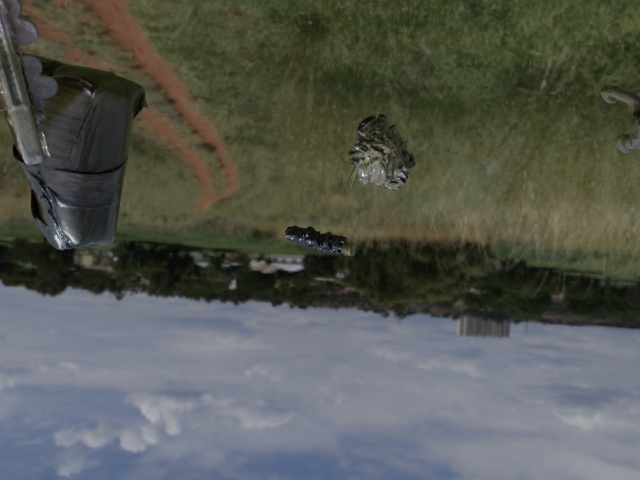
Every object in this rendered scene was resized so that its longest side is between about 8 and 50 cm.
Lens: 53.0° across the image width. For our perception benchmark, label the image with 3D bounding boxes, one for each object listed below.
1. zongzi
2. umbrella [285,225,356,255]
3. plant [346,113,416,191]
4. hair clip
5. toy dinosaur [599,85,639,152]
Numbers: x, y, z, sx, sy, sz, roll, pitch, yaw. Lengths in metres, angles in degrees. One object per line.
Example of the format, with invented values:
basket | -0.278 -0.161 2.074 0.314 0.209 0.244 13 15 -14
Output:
zongzi | -0.346 -0.115 0.790 0.242 0.220 0.112 18 -165 18
umbrella | 0.000 0.000 1.113 0.144 0.037 0.040 15 149 37
plant | 0.071 -0.115 0.915 0.122 0.104 0.116 -26 133 35
hair clip | -0.264 -0.167 0.537 0.062 0.213 0.056 -16 -158 -19
toy dinosaur | 0.412 -0.141 0.777 0.251 0.072 0.200 18 -168 -24
